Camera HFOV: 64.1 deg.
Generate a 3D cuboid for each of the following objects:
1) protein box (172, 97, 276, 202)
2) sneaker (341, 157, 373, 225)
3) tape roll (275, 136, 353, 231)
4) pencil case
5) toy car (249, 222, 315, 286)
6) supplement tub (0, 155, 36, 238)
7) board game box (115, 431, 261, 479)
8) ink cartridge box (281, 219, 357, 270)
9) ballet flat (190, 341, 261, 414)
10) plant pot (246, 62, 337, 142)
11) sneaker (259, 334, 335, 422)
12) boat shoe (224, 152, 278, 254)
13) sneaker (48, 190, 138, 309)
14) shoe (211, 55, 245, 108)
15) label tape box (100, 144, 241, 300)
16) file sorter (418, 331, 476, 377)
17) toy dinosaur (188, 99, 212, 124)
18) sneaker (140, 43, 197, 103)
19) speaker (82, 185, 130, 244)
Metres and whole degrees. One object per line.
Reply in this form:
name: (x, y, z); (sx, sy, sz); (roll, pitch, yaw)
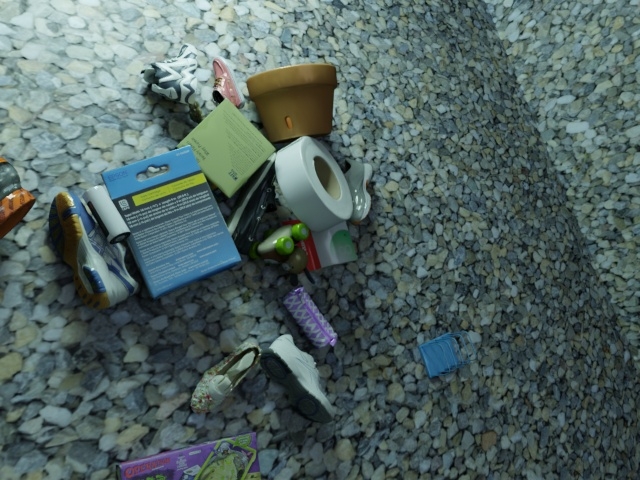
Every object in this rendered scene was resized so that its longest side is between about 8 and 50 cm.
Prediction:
protein box: (-0.279, -0.251, 1.460); (0.200, 0.136, 0.201); (45, 72, -15)
sneaker: (0.107, -0.173, 1.790); (0.121, 0.099, 0.263); (19, 55, -22)
tape roll: (-0.016, -0.172, 1.569); (0.286, 0.100, 0.286); (43, 32, -37)
pencil case: (-0.032, 0.229, 1.538); (0.086, 0.088, 0.206); (-41, 101, -36)
toy car: (-0.094, 0.060, 1.522); (0.149, 0.155, 0.188); (-43, 114, -41)
supplement tub: (-0.782, -0.142, 1.041); (0.338, 0.207, 0.207); (44, 54, -15)
board game box: (-0.303, 0.605, 1.232); (0.346, 0.056, 0.208); (1, 77, -36)
ink cartridge box: (0.000, 0.000, 1.667); (0.224, 0.056, 0.181); (-9, 79, -39)
ballet flat: (-0.243, 0.353, 1.345); (0.091, 0.077, 0.241); (51, 53, -12)
plant pot: (-0.078, -0.427, 1.636); (0.290, 0.290, 0.204); (-16, 100, -39)
sneaker: (-0.043, 0.395, 1.463); (0.297, 0.111, 0.129); (57, 36, -12)
boat shoe: (-0.185, -0.106, 1.520); (0.113, 0.127, 0.340); (36, 58, -21)
sneaker: (-0.548, 0.019, 1.240); (0.131, 0.111, 0.297); (-21, 88, -57)
shoe: (-0.309, -0.491, 1.605); (0.081, 0.063, 0.178); (-31, 97, -44)
label tape box: (-0.386, -0.045, 1.325); (0.240, 0.106, 0.334); (-23, 88, -22)
file sorter: (0.457, 0.403, 1.825); (0.170, 0.104, 0.118); (-13, 81, -38)
toy dinosaur: (-0.291, -0.322, 1.562); (0.118, 0.064, 0.268); (-41, 100, -24)
sneaker: (-0.443, -0.500, 1.489); (0.153, 0.094, 0.235); (5, 61, -23)
speaker: (-0.509, -0.062, 1.215); (0.055, 0.055, 0.136); (-27, 81, -39)
